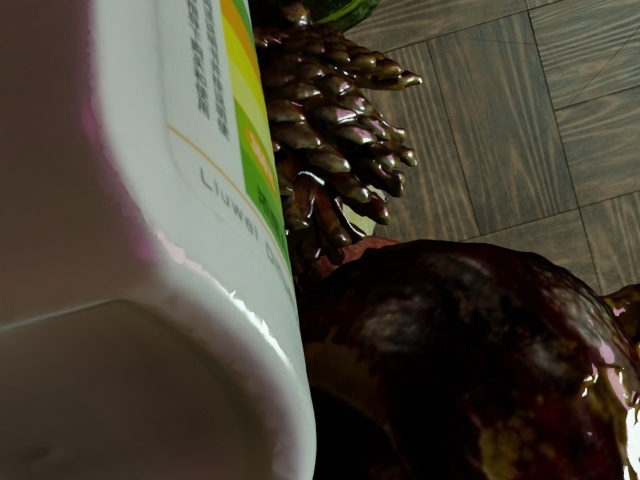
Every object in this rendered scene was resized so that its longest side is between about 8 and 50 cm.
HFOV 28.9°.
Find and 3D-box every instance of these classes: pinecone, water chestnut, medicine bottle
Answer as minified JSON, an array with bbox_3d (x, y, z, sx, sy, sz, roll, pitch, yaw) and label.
[{"bbox_3d":[-0.021,-0.068,0.850,0.150,0.179,0.195,116,-24,-51],"label":"pinecone"},{"bbox_3d":[0.124,0.135,0.882,0.335,0.347,0.335,31,-33,23],"label":"water chestnut"},{"bbox_3d":[-0.082,-0.060,0.457,0.179,0.124,0.324,68,7,-47],"label":"medicine bottle"}]

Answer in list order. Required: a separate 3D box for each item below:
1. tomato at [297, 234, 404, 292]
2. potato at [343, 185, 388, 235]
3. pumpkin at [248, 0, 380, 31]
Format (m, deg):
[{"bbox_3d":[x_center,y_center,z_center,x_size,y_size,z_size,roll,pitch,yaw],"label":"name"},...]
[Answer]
[{"bbox_3d":[0.097,0.127,1.242,0.338,0.143,0.338,156,-90,-85],"label":"tomato"},{"bbox_3d":[0.000,0.000,1.420,0.100,0.089,0.172,34,68,-50],"label":"potato"},{"bbox_3d":[-0.050,-0.242,0.924,0.238,0.159,0.238,48,-3,3],"label":"pumpkin"}]
